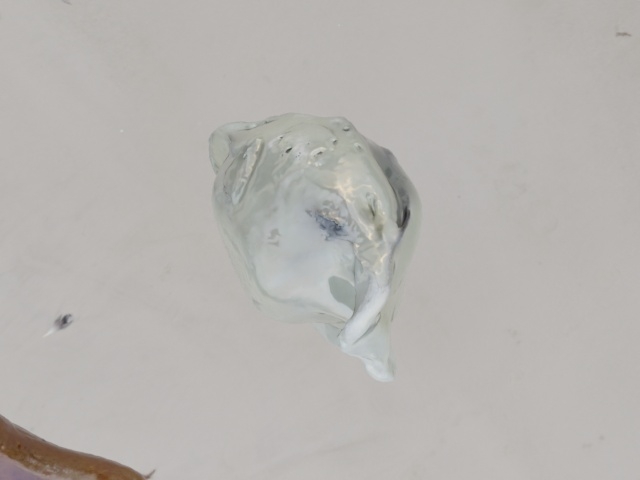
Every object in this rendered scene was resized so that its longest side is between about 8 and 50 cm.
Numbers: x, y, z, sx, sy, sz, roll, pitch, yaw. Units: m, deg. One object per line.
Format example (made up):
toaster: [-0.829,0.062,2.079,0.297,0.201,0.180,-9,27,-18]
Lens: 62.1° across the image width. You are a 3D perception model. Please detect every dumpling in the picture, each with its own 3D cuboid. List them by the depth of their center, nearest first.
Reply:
dumpling: [0.000,0.000,0.554,0.187,0.318,0.242,-28,133,-15]

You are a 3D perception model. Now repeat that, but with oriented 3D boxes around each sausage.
sausage: [-0.320,0.232,0.560,0.103,0.076,0.302,-35,118,15]
